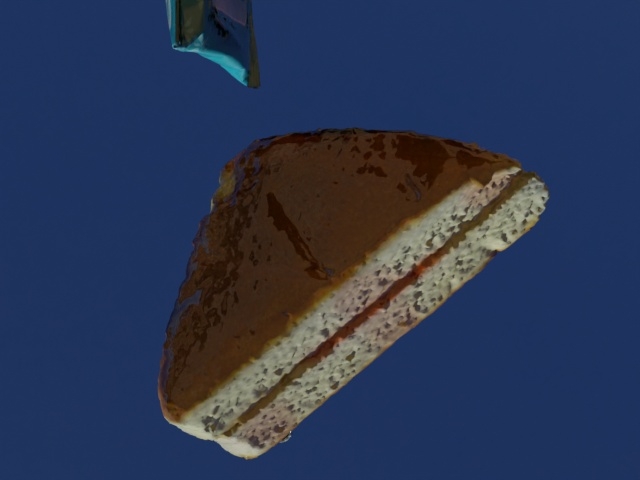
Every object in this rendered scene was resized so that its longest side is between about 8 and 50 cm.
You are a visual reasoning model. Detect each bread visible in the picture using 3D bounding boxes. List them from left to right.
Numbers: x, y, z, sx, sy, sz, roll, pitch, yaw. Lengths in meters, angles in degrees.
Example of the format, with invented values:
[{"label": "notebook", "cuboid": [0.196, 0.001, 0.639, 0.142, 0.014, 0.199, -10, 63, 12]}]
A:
[{"label": "bread", "cuboid": [0.000, 0.000, 0.400, 0.109, 0.043, 0.062, -38, -126, 12]}]

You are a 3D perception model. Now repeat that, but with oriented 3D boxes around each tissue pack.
[{"label": "tissue pack", "cuboid": [-0.047, -0.112, 0.652, 0.028, 0.138, 0.085, -3, -92, 12]}]

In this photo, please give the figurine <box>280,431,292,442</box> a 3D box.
[{"label": "figurine", "cuboid": [-0.047, 0.085, 0.979, 0.047, 0.060, 0.106, 36, -158, -34]}]
